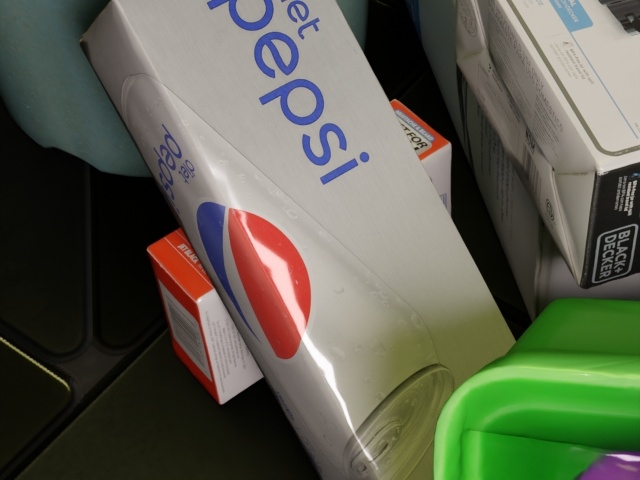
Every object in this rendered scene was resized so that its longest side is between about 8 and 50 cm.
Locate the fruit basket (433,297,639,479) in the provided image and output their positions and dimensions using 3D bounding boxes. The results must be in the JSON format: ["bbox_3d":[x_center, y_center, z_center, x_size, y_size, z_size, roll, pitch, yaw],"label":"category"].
[{"bbox_3d":[0.216,0.152,0.465,0.392,0.283,0.392,0,21,0],"label":"fruit basket"}]

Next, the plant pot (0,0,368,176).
[{"bbox_3d":[-0.105,-0.238,0.836,0.341,0.334,0.341,-3,51,3],"label":"plant pot"}]

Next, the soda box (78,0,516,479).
[{"bbox_3d":[0.000,0.000,0.678,0.098,0.091,0.286,-30,95,-20],"label":"soda box"}]

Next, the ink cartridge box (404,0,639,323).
[{"bbox_3d":[0.186,-0.122,0.843,0.223,0.129,0.307,-12,51,-5],"label":"ink cartridge box"}]

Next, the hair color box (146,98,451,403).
[{"bbox_3d":[-0.006,0.005,0.779,0.167,0.093,0.053,-31,52,-20],"label":"hair color box"}]

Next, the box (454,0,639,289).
[{"bbox_3d":[0.227,-0.102,0.682,0.290,0.087,0.169,-15,52,-8],"label":"box"}]
